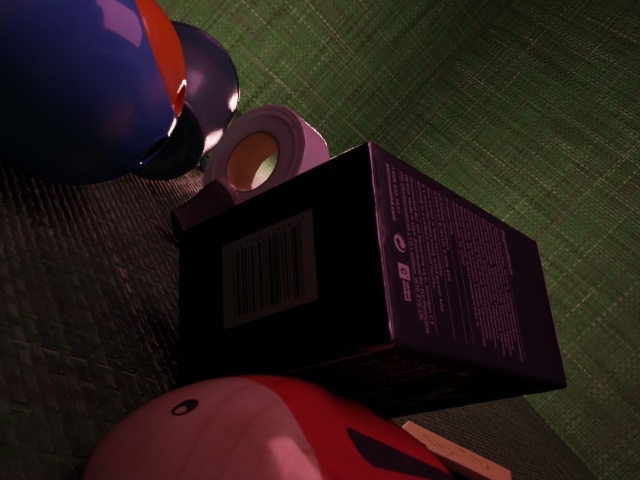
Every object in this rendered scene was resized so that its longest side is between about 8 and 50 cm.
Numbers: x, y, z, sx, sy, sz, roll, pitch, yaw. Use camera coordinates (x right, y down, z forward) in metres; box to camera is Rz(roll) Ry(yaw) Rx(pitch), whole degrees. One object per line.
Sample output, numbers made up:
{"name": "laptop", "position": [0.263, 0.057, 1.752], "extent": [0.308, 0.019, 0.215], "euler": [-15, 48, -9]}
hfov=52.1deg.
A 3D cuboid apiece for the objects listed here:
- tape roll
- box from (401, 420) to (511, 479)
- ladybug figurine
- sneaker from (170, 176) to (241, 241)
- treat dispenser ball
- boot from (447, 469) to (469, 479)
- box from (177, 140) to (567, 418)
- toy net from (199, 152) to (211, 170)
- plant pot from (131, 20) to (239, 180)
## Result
{"name": "tape roll", "position": [-0.124, -0.154, 1.453], "extent": [0.100, 0.286, 0.286], "euler": [32, 15, -51]}
{"name": "box", "position": [0.231, 0.374, 1.134], "extent": [0.201, 0.021, 0.164], "euler": [23, -3, 17]}
{"name": "ladybug figurine", "position": [0.007, 0.244, 0.581], "extent": [0.449, 0.162, 0.305], "euler": [34, 13, -48]}
{"name": "sneaker", "position": [-0.183, 0.006, 1.161], "extent": [0.083, 0.118, 0.221], "euler": [26, -37, 50]}
{"name": "treat dispenser ball", "position": [-0.321, -0.215, 0.851], "extent": [0.288, 0.288, 0.288], "euler": [42, 9, -8]}
{"name": "boot", "position": [0.326, 0.491, 1.101], "extent": [0.263, 0.091, 0.229], "euler": [47, -2, -30]}
{"name": "box", "position": [0.071, 0.087, 0.808], "extent": [0.396, 0.294, 0.211], "euler": [20, 57, -46]}
{"name": "toy net", "position": [-0.285, -0.216, 1.777], "extent": [0.122, 0.045, 0.232], "euler": [39, 10, -25]}
{"name": "plant pot", "position": [-0.303, -0.255, 1.269], "extent": [0.272, 0.272, 0.255], "euler": [40, 24, -24]}
